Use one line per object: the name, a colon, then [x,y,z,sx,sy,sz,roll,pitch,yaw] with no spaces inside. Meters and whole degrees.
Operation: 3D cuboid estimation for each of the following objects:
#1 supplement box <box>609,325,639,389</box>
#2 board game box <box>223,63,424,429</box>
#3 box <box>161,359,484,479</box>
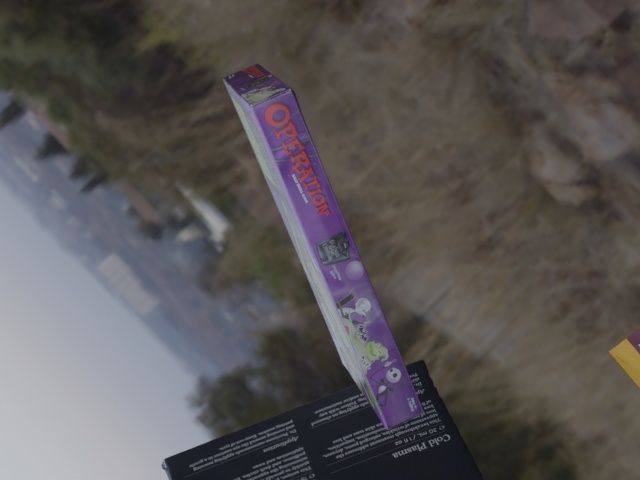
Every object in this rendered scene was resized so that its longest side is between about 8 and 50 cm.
supplement box: [0.345,0.057,1.080,0.129,0.191,0.194,51,-158,11]
board game box: [0.000,0.000,1.458,0.208,0.056,0.346,-115,3,-73]
box: [0.030,0.352,1.683,0.312,0.343,0.179,-115,7,-51]
